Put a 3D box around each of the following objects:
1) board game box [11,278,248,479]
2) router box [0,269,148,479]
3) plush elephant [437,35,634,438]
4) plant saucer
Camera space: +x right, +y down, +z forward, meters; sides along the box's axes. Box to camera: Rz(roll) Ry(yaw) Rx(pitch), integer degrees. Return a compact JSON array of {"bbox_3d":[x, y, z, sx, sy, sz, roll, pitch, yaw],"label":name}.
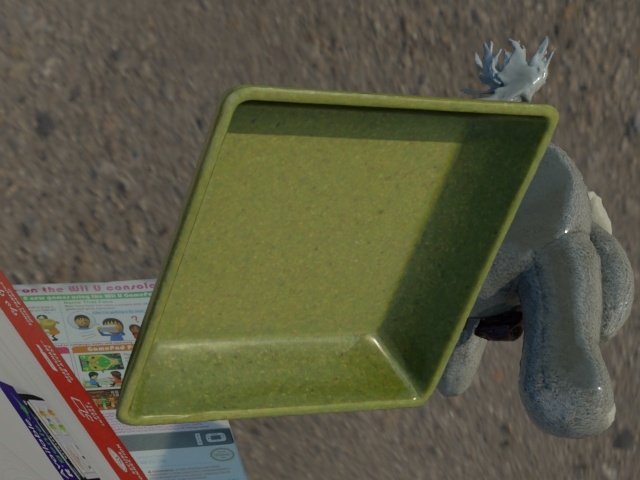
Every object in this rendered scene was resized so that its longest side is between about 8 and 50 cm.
[{"bbox_3d":[-0.190,0.162,1.287,0.224,0.097,0.303,-1,41,-19],"label":"board game box"},{"bbox_3d":[-0.183,-0.001,0.513,0.082,0.301,0.335,-37,74,-1],"label":"router box"},{"bbox_3d":[0.134,0.020,1.436,0.272,0.255,0.330,13,67,8],"label":"plush elephant"},{"bbox_3d":[0.000,0.000,0.805,0.045,0.188,0.188,51,130,42],"label":"plant saucer"}]
